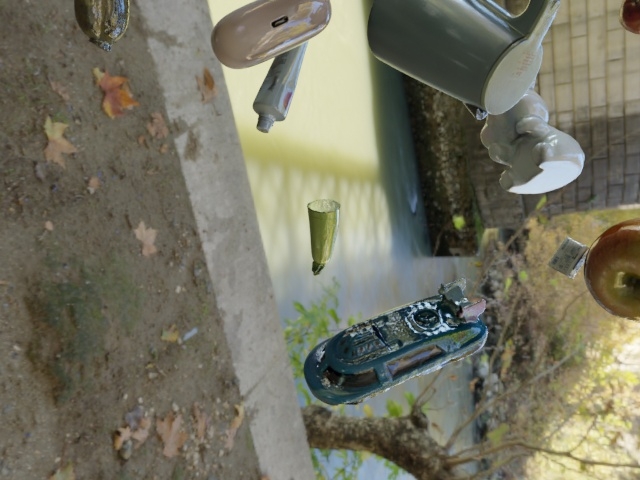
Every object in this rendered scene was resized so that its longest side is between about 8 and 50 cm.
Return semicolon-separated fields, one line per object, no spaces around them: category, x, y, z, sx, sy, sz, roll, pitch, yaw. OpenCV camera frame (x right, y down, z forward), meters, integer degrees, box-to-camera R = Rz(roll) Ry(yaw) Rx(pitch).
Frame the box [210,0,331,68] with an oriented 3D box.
box;-0.078;-0.340;0.816;0.088;0.200;0.146;66;-6;-24

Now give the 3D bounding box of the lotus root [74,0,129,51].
lotus root;-0.378;-0.423;0.890;0.089;0.080;0.180;-3;110;-23

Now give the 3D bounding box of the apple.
apple;0.668;0.054;1.063;0.173;0.210;0.235;-38;166;-33

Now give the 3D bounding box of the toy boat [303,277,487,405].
toy boat;0.111;0.151;0.815;0.134;0.298;0.092;-123;-164;-51

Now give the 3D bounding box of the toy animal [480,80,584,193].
toy animal;0.566;-0.312;1.407;0.241;0.196;0.368;-9;66;-30

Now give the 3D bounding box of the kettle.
kettle;0.217;-0.321;0.771;0.159;0.243;0.211;-5;130;-44

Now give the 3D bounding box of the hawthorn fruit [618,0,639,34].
hawthorn fruit;0.845;-0.612;1.347;0.140;0.125;0.125;23;57;-13

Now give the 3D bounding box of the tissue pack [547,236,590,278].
tissue pack;0.589;0.041;1.216;0.042;0.062;0.083;25;98;-42

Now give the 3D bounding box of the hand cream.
hand cream;-0.072;-0.395;1.150;0.077;0.124;0.341;25;78;-26

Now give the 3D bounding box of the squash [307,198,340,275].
squash;0.000;0.000;1.462;0.094;0.094;0.225;-39;139;-59
